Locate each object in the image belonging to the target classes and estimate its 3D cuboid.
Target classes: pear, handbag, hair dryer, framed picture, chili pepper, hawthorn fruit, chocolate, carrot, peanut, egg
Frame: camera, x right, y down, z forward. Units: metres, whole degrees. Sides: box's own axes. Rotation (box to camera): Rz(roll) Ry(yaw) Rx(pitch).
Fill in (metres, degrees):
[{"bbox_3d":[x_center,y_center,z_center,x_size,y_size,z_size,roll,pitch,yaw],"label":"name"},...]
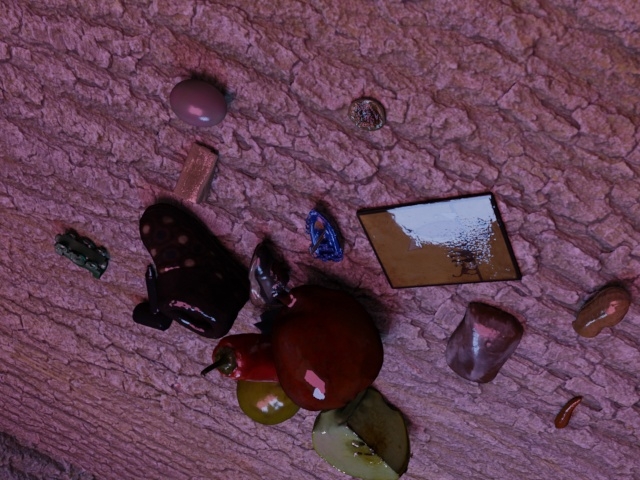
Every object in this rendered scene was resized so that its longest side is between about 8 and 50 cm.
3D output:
[{"bbox_3d":[0.110,0.599,2.202,0.286,0.176,0.281,46,136,-11],"label":"pear"},{"bbox_3d":[-0.070,0.291,2.083,0.179,0.062,0.229,-23,117,40],"label":"handbag"},{"bbox_3d":[-0.534,0.173,2.213,0.114,0.071,0.248,13,131,16],"label":"hair dryer"},{"bbox_3d":[0.276,0.011,1.678,0.338,0.014,0.255,-6,127,31],"label":"framed picture"},{"bbox_3d":[-0.220,0.316,1.936,0.338,0.131,0.134,11,155,-43],"label":"chili pepper"},{"bbox_3d":[0.010,0.277,1.872,0.308,0.308,0.325,-41,69,45],"label":"hawthorn fruit"},{"bbox_3d":[0.407,0.280,1.813,0.156,0.080,0.254,22,136,7],"label":"chocolate"},{"bbox_3d":[0.653,0.458,1.890,0.035,0.035,0.142,21,132,9],"label":"carrot"},{"bbox_3d":[0.630,0.166,1.600,0.080,0.080,0.174,30,140,-1],"label":"peanut"},{"bbox_3d":[-0.273,-0.307,1.600,0.135,0.103,0.103,21,136,6],"label":"egg"},{"bbox_3d":[-0.153,0.459,2.179,0.212,0.212,0.269,42,148,-13],"label":"pear"}]

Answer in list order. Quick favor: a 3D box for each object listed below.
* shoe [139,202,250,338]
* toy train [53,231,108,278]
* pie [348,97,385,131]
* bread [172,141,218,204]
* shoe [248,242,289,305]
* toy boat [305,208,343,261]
[{"bbox_3d":[-0.366,0.094,1.923,0.171,0.237,0.384,-27,115,41],"label":"shoe"},{"bbox_3d":[-0.735,0.042,2.191,0.178,0.071,0.105,31,147,-4],"label":"toy train"},{"bbox_3d":[0.097,-0.266,1.511,0.085,0.017,0.085,14,134,15],"label":"pie"},{"bbox_3d":[-0.304,-0.172,1.802,0.077,0.105,0.152,29,105,0],"label":"bread"},{"bbox_3d":[-0.132,0.098,1.920,0.112,0.099,0.228,13,139,6],"label":"shoe"},{"bbox_3d":[0.000,0.000,1.742,0.091,0.110,0.175,2,129,25],"label":"toy boat"}]
